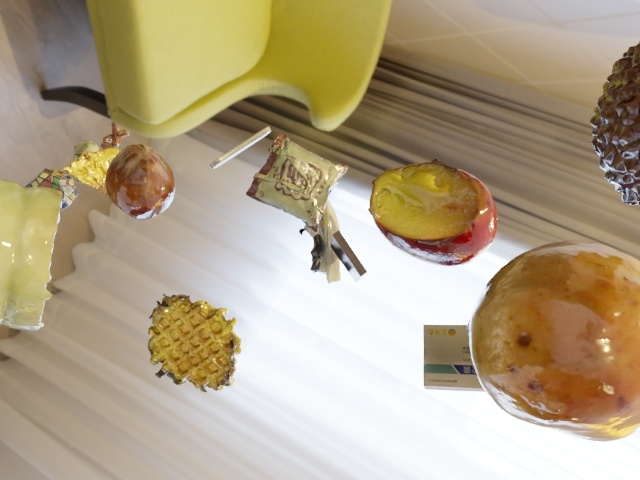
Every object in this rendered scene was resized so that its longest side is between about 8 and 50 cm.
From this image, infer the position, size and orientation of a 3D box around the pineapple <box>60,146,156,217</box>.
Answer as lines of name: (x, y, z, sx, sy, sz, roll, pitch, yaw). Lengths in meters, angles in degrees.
pineapple: (-0.528, -0.176, 1.285, 0.140, 0.250, 0.164, -62, -159, -3)

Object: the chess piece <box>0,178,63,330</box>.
chess piece: (-0.599, -0.006, 0.636, 0.442, 0.234, 0.234, 12, 107, -30)

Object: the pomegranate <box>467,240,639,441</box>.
pomegranate: (0.457, 0.187, 0.940, 0.410, 0.410, 0.410, -54, 160, -31)

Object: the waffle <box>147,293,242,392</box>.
waffle: (-0.472, 0.381, 1.791, 0.095, 0.382, 0.380, -49, 152, -68)

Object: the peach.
peach: (0.292, -0.078, 1.285, 0.281, 0.338, 0.281, -62, -174, 11)

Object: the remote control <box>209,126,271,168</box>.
remote control: (-0.275, -0.321, 1.661, 0.245, 0.022, 0.077, -36, -169, -9)

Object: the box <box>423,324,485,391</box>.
box: (0.486, 0.356, 1.455, 0.065, 0.343, 0.200, 61, 31, -56)

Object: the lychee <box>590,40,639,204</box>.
lychee: (0.480, -0.154, 0.573, 0.304, 0.275, 0.276, 40, 75, -53)

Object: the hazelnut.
hazelnut: (-0.363, -0.122, 0.981, 0.143, 0.154, 0.143, -14, 128, -19)

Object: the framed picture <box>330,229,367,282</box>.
framed picture: (0.072, 0.046, 1.262, 0.023, 0.128, 0.168, -34, 172, -6)

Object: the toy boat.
toy boat: (0.007, 0.005, 1.566, 0.141, 0.140, 0.269, -26, 102, -63)

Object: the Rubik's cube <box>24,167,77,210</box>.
Rubik's cube: (-0.644, -0.118, 1.151, 0.111, 0.093, 0.111, -18, 147, -12)

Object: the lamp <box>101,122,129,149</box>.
lamp: (-0.578, -0.285, 1.336, 0.083, 0.063, 0.031, -59, 159, -19)

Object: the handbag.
handbag: (-0.065, -0.169, 1.377, 0.213, 0.235, 0.127, -63, -176, 6)

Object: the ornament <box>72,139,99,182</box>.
ornament: (-0.686, -0.239, 1.400, 0.075, 0.156, 0.081, -34, 133, 11)
